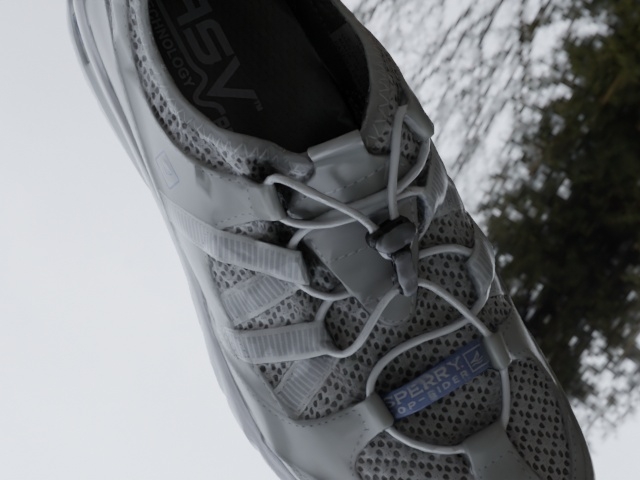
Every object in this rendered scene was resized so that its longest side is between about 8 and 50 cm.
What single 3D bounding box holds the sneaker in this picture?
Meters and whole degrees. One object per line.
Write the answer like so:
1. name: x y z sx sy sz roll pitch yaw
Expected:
1. sneaker: 0.000 0.000 0.441 0.105 0.115 0.281 -35 -92 -14
